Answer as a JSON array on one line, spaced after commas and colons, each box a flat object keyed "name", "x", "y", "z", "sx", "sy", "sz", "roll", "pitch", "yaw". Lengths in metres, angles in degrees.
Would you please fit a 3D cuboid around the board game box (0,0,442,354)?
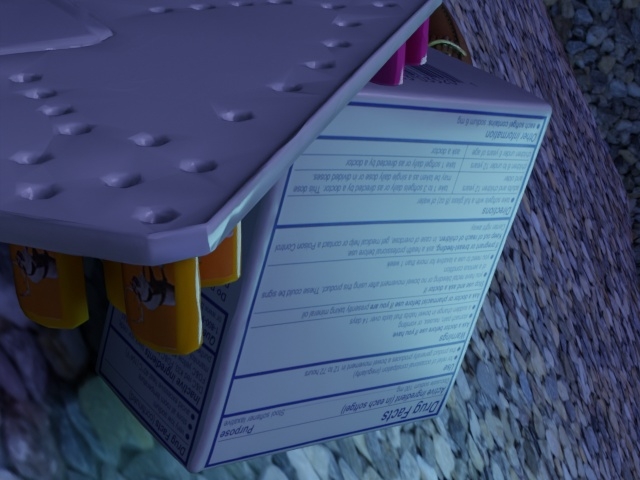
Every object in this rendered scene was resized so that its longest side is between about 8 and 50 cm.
[{"name": "board game box", "x": -0.166, "y": -0.083, "z": 0.519, "sx": 0.390, "sy": 0.389, "sz": 0.050, "roll": -54, "pitch": 149, "yaw": -61}]

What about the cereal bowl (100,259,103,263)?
[{"name": "cereal bowl", "x": -0.088, "y": -0.098, "z": 0.960, "sx": 0.339, "sy": 0.141, "sz": 0.339, "roll": 44, "pitch": 37, "yaw": -45}]

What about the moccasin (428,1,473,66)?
[{"name": "moccasin", "x": 0.149, "y": -0.214, "z": 1.569, "sx": 0.147, "sy": 0.139, "sz": 0.380, "roll": 48, "pitch": 42, "yaw": -58}]

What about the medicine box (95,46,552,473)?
[{"name": "medicine box", "x": 0.000, "y": 0.000, "z": 0.806, "sx": 0.263, "sy": 0.149, "sz": 0.289, "roll": -3, "pitch": 118, "yaw": -43}]
